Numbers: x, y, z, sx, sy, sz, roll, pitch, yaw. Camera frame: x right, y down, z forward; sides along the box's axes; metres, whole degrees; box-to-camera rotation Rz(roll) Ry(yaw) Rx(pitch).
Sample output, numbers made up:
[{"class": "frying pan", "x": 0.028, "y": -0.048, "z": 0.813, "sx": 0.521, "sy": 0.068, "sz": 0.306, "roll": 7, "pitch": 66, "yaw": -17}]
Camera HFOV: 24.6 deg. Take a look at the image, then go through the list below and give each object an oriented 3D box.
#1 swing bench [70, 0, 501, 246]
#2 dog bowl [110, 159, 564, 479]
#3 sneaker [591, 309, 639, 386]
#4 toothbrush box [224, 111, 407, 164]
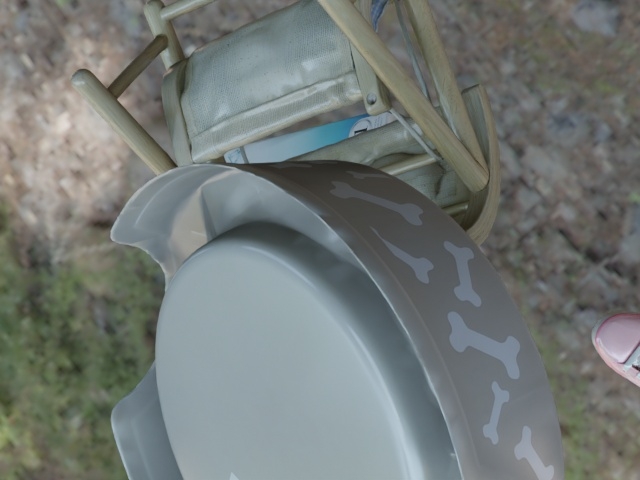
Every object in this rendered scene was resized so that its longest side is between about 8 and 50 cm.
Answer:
[{"class": "swing bench", "x": -0.015, "y": -0.095, "z": 1.183, "sx": 0.253, "sy": 0.165, "sz": 0.254, "roll": -17, "pitch": 114, "yaw": 31}, {"class": "dog bowl", "x": 0.001, "y": 0.110, "z": 0.891, "sx": 0.349, "sy": 0.102, "sz": 0.348, "roll": 26, "pitch": 125, "yaw": 44}, {"class": "sneaker", "x": 0.266, "y": 0.102, "z": 1.093, "sx": 0.134, "sy": 0.051, "sz": 0.070, "roll": 37, "pitch": -176, "yaw": -8}, {"class": "toothbrush box", "x": 0.000, "y": 0.000, "z": 1.567, "sx": 0.126, "sy": 0.216, "sz": 0.295, "roll": 19, "pitch": 162, "yaw": -38}]
